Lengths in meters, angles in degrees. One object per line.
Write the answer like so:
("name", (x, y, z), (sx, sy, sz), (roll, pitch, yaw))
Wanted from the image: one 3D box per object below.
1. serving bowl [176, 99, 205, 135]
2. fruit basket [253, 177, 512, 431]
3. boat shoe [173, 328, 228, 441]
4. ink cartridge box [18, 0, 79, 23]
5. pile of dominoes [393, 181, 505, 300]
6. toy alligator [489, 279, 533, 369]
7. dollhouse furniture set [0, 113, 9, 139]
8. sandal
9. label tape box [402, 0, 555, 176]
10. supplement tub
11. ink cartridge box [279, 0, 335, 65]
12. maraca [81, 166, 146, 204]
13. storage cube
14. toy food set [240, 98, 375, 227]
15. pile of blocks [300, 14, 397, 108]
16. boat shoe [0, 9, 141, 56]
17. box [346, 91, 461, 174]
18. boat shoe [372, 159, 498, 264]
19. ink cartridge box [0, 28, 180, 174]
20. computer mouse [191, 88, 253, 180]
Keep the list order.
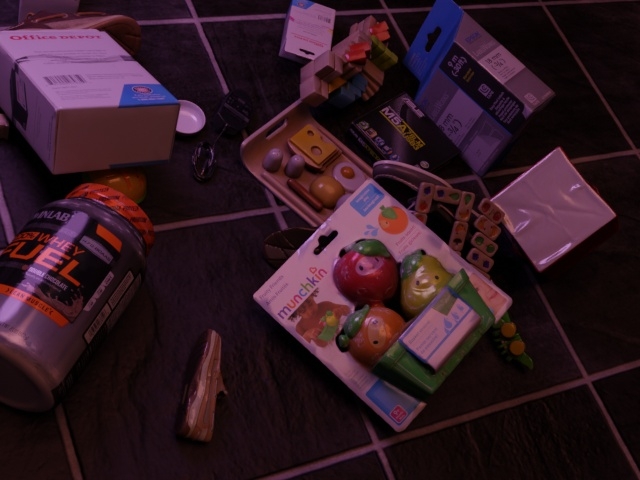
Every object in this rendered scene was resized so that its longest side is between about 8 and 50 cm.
("serving bowl", (-0.272, -0.238, 1.796), (0.083, 0.027, 0.083), (11, 54, -16))
("fruit basket", (0.117, 0.102, 1.604), (0.353, 0.165, 0.327), (44, 72, 3))
("boat shoe", (-0.187, 0.242, 1.499), (0.072, 0.068, 0.190), (23, 61, -22))
("ink cartridge box", (-0.539, -0.590, 1.808), (0.115, 0.198, 0.272), (3, 58, -21))
("pile of dominoes", (0.256, 0.028, 1.731), (0.196, 0.040, 0.251), (9, 100, -20))
("toy alligator", (0.353, 0.172, 1.764), (0.051, 0.056, 0.189), (-27, 82, 11))
("dollhouse furniture set", (-0.621, -0.201, 1.540), (0.182, 0.161, 0.101), (-4, 60, -24))
("sandal", (0.000, 0.000, 1.710), (0.219, 0.060, 0.090), (-20, 95, -4))
("label tape box", (0.308, -0.335, 1.970), (0.334, 0.240, 0.106), (45, 55, 11))
("supplement tub", (-0.411, 0.080, 1.416), (0.207, 0.207, 0.338), (29, 52, -2))
("ink cartridge box", (-0.031, -0.450, 2.015), (0.104, 0.061, 0.181), (16, 53, -12))
("maraca", (-0.371, -0.124, 1.639), (0.127, 0.099, 0.185), (31, 28, -25))
("storage cube", (0.471, -0.047, 1.831), (0.183, 0.215, 0.193), (55, 11, 17))
("toy food set", (0.019, -0.144, 1.814), (0.306, 0.092, 0.220), (41, 53, 6))
("pile of blocks", (0.088, -0.376, 1.940), (0.149, 0.113, 0.362), (54, 41, -12))
("boat shoe", (-0.523, -0.379, 1.745), (0.342, 0.123, 0.123), (-23, 44, -27))
("box", (0.181, -0.214, 1.960), (0.184, 0.045, 0.190), (-33, 76, -33))
("boat shoe", (0.229, -0.044, 1.779), (0.335, 0.112, 0.095), (31, 63, -30))
("ink cartridge box", (-0.423, -0.253, 1.599), (0.223, 0.129, 0.307), (-11, 40, -36))
("computer mouse", (-0.201, -0.211, 1.808), (0.071, 0.041, 0.242), (37, 55, -17))
